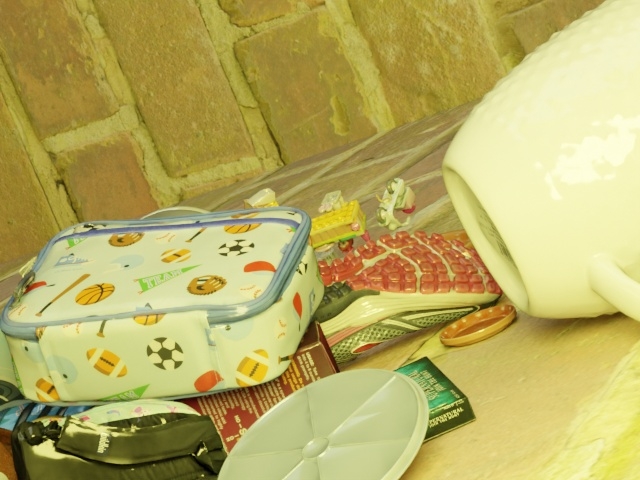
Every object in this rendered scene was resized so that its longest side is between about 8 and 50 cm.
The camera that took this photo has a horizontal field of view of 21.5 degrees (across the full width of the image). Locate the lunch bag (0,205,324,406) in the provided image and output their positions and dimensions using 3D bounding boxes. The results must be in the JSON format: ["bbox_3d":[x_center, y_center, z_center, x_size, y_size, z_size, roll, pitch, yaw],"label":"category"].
[{"bbox_3d":[-0.157,0.054,1.657,0.303,0.115,0.243,-3,29,17],"label":"lunch bag"}]

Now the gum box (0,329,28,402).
[{"bbox_3d":[-0.394,0.205,1.876,0.157,0.184,0.041,-26,9,-22],"label":"gum box"}]

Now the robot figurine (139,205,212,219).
[{"bbox_3d":[-0.179,0.068,2.099,0.300,0.199,0.353,16,10,-2],"label":"robot figurine"}]

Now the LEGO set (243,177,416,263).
[{"bbox_3d":[0.000,0.000,2.245,0.287,0.107,0.132,-5,38,42],"label":"LEGO set"}]

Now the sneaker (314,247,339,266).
[{"bbox_3d":[-0.003,0.032,2.350,0.061,0.053,0.152,-20,8,2],"label":"sneaker"}]

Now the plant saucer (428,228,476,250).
[{"bbox_3d":[0.106,0.042,2.065,0.200,0.037,0.200,-22,8,3],"label":"plant saucer"}]

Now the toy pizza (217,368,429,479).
[{"bbox_3d":[0.003,0.183,1.402,0.201,0.032,0.201,-24,28,14],"label":"toy pizza"}]

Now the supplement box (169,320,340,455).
[{"bbox_3d":[-0.071,0.159,1.667,0.188,0.081,0.104,-23,9,1],"label":"supplement box"}]

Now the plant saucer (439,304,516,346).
[{"bbox_3d":[0.162,0.088,1.721,0.083,0.013,0.083,-22,9,4],"label":"plant saucer"}]

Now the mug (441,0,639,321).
[{"bbox_3d":[0.310,-0.055,1.518,0.328,0.276,0.374,-29,40,-4],"label":"mug"}]

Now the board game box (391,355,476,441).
[{"bbox_3d":[0.061,0.157,1.529,0.126,0.026,0.186,-23,9,-4],"label":"board game box"}]

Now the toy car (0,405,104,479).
[{"bbox_3d":[-0.273,0.221,1.650,0.188,0.155,0.149,-10,10,6],"label":"toy car"}]

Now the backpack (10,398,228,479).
[{"bbox_3d":[-0.174,0.203,1.490,0.182,0.152,0.115,-14,14,-21],"label":"backpack"}]

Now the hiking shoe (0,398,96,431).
[{"bbox_3d":[-0.292,0.216,1.789,0.304,0.113,0.132,-26,8,-17],"label":"hiking shoe"}]

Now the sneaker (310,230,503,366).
[{"bbox_3d":[0.048,0.071,1.795,0.299,0.112,0.121,-9,35,-11],"label":"sneaker"}]
